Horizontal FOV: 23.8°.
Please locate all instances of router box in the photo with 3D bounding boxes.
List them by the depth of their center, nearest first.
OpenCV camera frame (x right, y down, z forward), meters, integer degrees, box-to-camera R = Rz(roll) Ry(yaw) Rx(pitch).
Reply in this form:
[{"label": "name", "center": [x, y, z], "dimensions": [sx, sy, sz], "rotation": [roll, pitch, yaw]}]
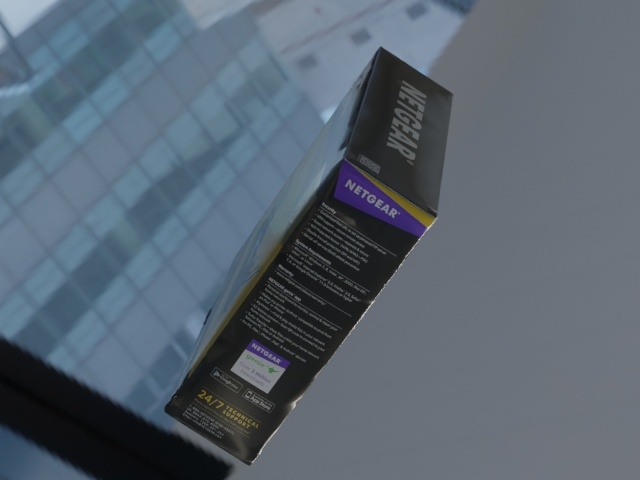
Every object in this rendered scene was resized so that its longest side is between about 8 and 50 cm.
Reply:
[{"label": "router box", "center": [0.000, 0.000, 1.195], "dimensions": [0.243, 0.081, 0.309], "rotation": [-54, -173, 21]}]
